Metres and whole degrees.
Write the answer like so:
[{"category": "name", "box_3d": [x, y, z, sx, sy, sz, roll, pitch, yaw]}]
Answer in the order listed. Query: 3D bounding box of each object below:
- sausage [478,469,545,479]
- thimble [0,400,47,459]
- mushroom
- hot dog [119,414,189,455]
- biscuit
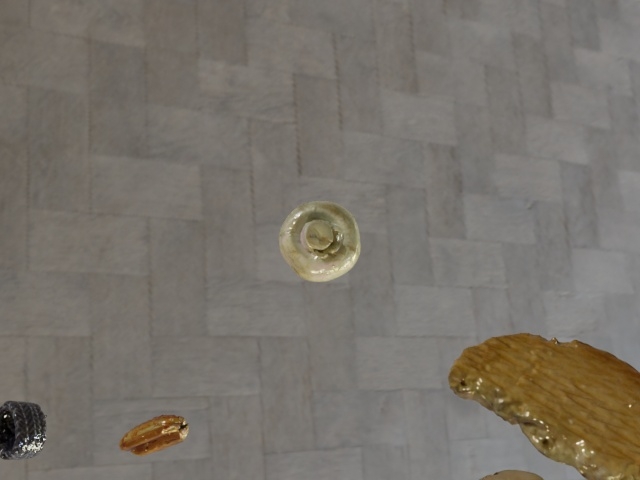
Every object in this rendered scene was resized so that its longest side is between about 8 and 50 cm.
[{"category": "sausage", "box_3d": [0.110, 0.298, 0.739, 0.066, 0.301, 0.066, 8, 34, -6]}, {"category": "thimble", "box_3d": [-0.546, 0.345, 1.765, 0.066, 0.095, 0.104, 14, 78, -48]}, {"category": "mushroom", "box_3d": [0.000, 0.000, 0.977, 0.083, 0.067, 0.083, 0, 76, -2]}, {"category": "hot dog", "box_3d": [-0.253, 0.294, 1.475, 0.062, 0.144, 0.038, 30, 49, -33]}, {"category": "biscuit", "box_3d": [0.234, 0.148, 0.878, 0.224, 0.033, 0.144, 27, 40, 20]}]
